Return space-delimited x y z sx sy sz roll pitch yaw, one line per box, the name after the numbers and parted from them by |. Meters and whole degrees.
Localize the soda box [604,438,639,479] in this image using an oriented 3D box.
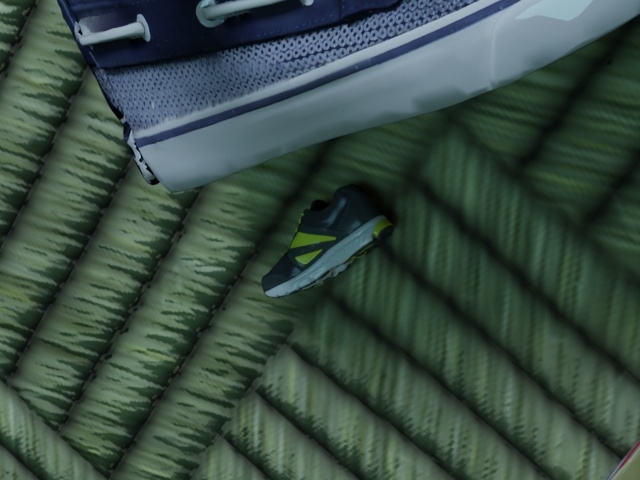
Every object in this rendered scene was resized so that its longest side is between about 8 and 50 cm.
0.150 0.133 0.878 0.058 0.061 0.181 40 128 9 | soda box

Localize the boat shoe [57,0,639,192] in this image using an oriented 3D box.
0.011 -0.137 0.785 0.340 0.127 0.158 -19 109 38 | boat shoe

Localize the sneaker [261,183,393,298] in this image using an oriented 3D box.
0.000 0.000 0.930 0.083 0.031 0.035 -33 80 34 | sneaker
